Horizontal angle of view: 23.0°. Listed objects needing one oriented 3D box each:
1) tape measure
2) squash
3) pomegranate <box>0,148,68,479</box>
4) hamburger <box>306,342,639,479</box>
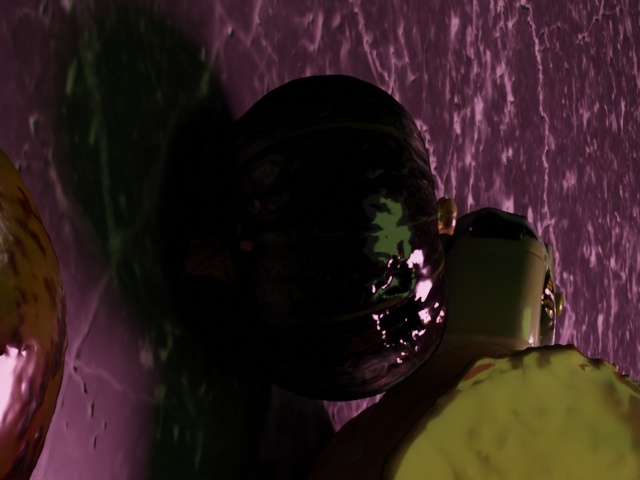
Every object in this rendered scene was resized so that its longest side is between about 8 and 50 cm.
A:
[{"bbox_3d":[0.134,0.071,1.246,0.175,0.106,0.200,68,31,-61],"label":"tape measure"},{"bbox_3d":[0.006,-0.001,0.934,0.193,0.156,0.193,56,20,-32],"label":"squash"},{"bbox_3d":[-0.195,0.052,0.496,0.246,0.198,0.198,-47,142,-5],"label":"pomegranate"},{"bbox_3d":[0.106,0.208,1.019,0.237,0.276,0.276,147,-51,-68],"label":"hamburger"}]
